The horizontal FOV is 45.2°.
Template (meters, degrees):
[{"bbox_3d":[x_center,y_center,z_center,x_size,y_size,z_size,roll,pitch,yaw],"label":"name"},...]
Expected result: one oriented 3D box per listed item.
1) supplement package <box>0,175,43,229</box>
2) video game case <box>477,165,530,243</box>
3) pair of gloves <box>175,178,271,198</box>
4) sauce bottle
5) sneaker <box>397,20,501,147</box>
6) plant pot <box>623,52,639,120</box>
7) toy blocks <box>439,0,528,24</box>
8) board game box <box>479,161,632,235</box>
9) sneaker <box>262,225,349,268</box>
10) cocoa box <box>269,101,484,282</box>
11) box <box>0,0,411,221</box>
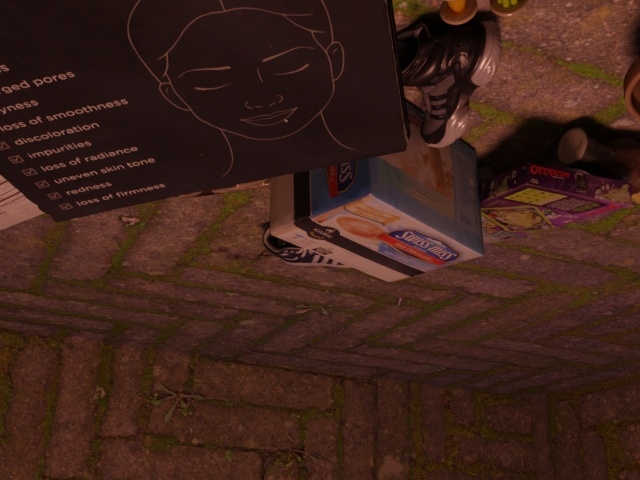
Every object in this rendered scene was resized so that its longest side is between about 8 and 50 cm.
[{"bbox_3d":[-0.486,-0.175,1.192,0.204,0.262,0.145,-15,152,35],"label":"supplement package"},{"bbox_3d":[0.284,-0.056,1.722,0.299,0.036,0.329,-10,155,27],"label":"video game case"},{"bbox_3d":[-0.164,-0.116,1.499,0.204,0.042,0.240,-11,-176,-43],"label":"pair of gloves"},{"bbox_3d":[0.585,-0.129,1.434,0.344,0.112,0.111,16,153,-27],"label":"sauce bottle"},{"bbox_3d":[0.167,-0.245,1.198,0.153,0.101,0.269,6,151,-9],"label":"sneaker"},{"bbox_3d":[0.557,-0.264,1.104,0.237,0.110,0.237,2,157,1],"label":"plant pot"},{"bbox_3d":[0.202,-0.350,0.993,0.123,0.054,0.148,-5,156,17],"label":"toy blocks"},{"bbox_3d":[0.398,-0.071,1.472,0.208,0.056,0.347,14,168,-13],"label":"board game box"},{"bbox_3d":[0.000,0.000,1.797,0.282,0.099,0.153,-6,158,25],"label":"sneaker"},{"bbox_3d":[0.108,-0.093,1.387,0.227,0.232,0.347,-18,151,38],"label":"cocoa box"},{"bbox_3d":[-0.174,-0.280,0.804,0.479,0.298,0.472,-11,157,6],"label":"box"}]
